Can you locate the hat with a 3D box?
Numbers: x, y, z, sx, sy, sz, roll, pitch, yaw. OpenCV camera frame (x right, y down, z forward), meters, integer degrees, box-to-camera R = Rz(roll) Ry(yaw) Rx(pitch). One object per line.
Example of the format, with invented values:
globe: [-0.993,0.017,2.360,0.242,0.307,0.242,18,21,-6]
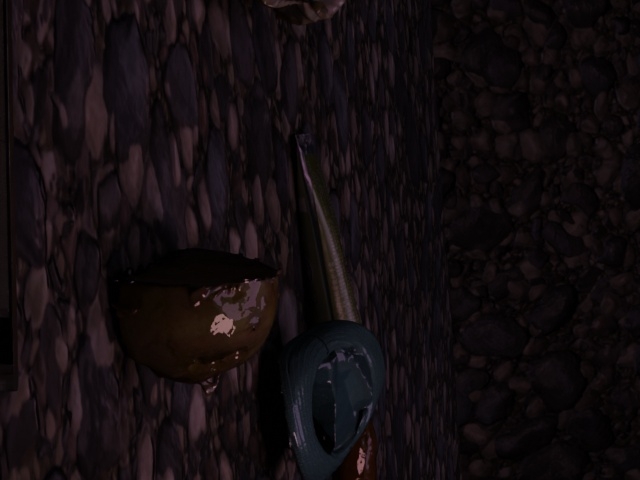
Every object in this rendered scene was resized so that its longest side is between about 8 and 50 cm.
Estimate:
hat: [-0.009,0.156,1.408,0.191,0.078,0.138,-39,119,-54]

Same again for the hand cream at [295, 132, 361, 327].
hand cream: [0.000,0.000,1.574,0.086,0.055,0.235,-36,116,-80]

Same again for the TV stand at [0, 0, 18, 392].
TV stand: [-0.168,-0.059,0.661,0.040,0.049,0.256,20,67,-80]

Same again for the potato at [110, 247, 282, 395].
potato: [-0.077,0.059,1.010,0.172,0.100,0.089,-37,129,-81]

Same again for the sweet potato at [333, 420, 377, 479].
sweet potato: [0.038,0.227,1.694,0.056,0.056,0.195,31,54,-77]

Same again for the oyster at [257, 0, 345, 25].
oyster: [-0.036,-0.295,1.338,0.201,0.107,0.354,65,27,-9]
